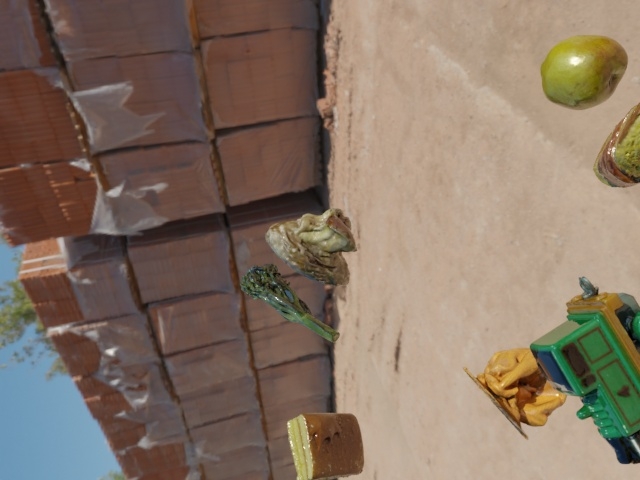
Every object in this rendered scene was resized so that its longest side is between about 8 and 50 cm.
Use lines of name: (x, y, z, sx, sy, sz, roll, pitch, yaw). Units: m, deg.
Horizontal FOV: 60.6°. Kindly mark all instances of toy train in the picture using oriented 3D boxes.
toy train: (0.325, 0.150, 0.599, 0.228, 0.136, 0.091, 63, 175, 6)

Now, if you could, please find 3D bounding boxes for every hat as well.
hat: (0.490, 0.305, 1.291, 0.244, 0.233, 0.233, 49, 180, -17)

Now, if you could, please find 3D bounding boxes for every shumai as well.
shumai: (0.000, 0.000, 1.144, 0.153, 0.209, 0.161, -53, 11, 25)

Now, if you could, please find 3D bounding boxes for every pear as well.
pear: (0.668, -0.428, 1.394, 0.200, 0.199, 0.200, 168, 90, -77)

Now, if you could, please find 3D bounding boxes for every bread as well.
bread: (0.024, 0.604, 1.613, 0.110, 0.234, 0.184, -30, 59, 35)

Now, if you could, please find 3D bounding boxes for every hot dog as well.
hot dog: (0.488, -0.140, 0.833, 0.093, 0.123, 0.261, 33, -169, 16)

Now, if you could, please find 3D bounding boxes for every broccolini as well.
broccolini: (-0.057, 0.113, 0.910, 0.202, 0.068, 0.091, 43, -169, 31)
